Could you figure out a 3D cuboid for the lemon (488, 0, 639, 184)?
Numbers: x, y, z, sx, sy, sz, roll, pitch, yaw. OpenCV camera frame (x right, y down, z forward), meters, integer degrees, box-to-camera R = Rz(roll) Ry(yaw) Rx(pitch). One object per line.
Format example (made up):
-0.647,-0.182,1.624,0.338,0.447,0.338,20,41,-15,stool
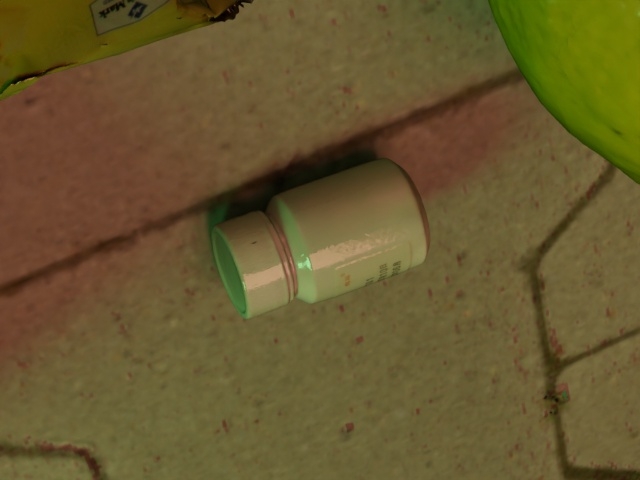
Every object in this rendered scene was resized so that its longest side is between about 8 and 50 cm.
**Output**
0.168,-0.125,0.726,0.240,0.240,0.219,7,128,-30,lemon

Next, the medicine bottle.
0.000,0.000,0.831,0.089,0.052,0.052,-20,127,-15,medicine bottle

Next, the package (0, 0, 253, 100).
-0.137,-0.107,0.670,0.226,0.090,0.168,-26,130,-12,package
